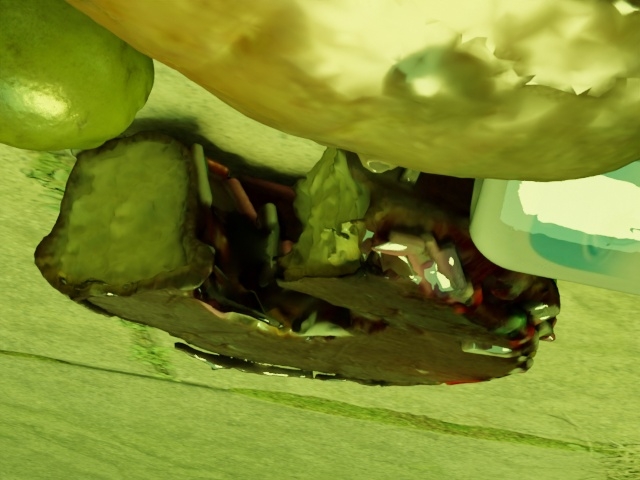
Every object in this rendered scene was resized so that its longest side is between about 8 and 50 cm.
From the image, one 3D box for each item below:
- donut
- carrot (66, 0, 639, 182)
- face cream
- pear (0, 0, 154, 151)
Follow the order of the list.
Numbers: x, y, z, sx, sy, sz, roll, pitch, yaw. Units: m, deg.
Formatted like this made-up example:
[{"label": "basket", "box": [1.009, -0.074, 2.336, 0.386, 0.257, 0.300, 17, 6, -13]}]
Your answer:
[{"label": "donut", "box": [0.013, 0.007, 1.165, 0.259, 0.136, 0.345, 23, 160, -40]}, {"label": "carrot", "box": [-0.010, -0.156, 0.526, 0.341, 0.224, 0.224, 26, 158, -20]}, {"label": "face cream", "box": [0.252, -0.027, 0.918, 0.337, 0.080, 0.163, 12, 124, -1]}, {"label": "pear", "box": [-0.155, -0.101, 0.977, 0.131, 0.107, 0.107, 30, 157, -18]}]
